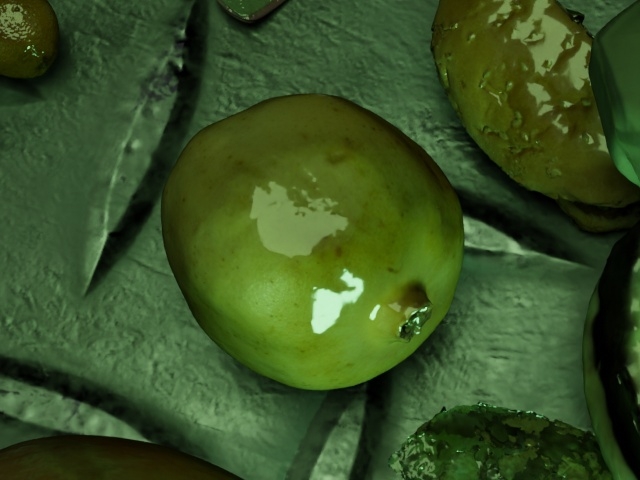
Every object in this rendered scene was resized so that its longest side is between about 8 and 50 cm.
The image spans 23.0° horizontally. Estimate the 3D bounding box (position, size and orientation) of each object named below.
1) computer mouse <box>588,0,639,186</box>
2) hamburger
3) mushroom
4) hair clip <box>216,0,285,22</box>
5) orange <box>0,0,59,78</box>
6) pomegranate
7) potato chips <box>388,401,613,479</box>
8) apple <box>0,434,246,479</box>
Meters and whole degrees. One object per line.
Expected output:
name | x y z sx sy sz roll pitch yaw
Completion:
computer mouse | 0.395 -0.061 1.141 0.429 0.145 0.228 27 52 -12
hamburger | 0.178 -0.117 1.257 0.131 0.124 0.262 -34 70 -6
mushroom | 0.315 0.132 1.164 0.247 0.130 0.344 -17 71 -26
hair clip | -0.034 -0.244 1.377 0.054 0.022 0.137 42 80 18
orange | -0.261 -0.179 1.351 0.085 0.085 0.085 -2 71 5
pomegranate | -0.005 -0.003 1.193 0.233 0.233 0.233 -2 71 5
potato chips | 0.161 0.205 1.159 0.220 0.029 0.202 44 53 17
apple | -0.127 0.295 1.039 0.305 0.338 0.338 5 72 8
